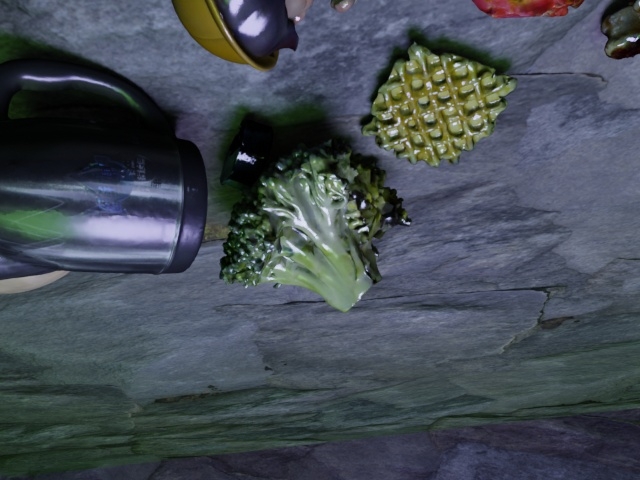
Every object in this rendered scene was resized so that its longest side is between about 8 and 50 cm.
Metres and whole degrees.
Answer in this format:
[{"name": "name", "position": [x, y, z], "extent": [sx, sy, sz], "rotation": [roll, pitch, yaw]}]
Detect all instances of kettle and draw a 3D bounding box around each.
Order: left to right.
[{"name": "kettle", "position": [-0.360, -0.102, 0.648], "extent": [0.324, 0.320, 0.228], "rotation": [2, 179, -37]}]

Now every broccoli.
[{"name": "broccoli", "position": [-0.016, -0.019, 0.795], "extent": [0.334, 0.324, 0.272], "rotation": [-40, 102, 10]}]

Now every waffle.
[{"name": "waffle", "position": [0.192, -0.213, 0.738], "extent": [0.223, 0.054, 0.204], "rotation": [12, 136, -14]}]

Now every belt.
[{"name": "belt", "position": [-0.126, -0.142, 0.758], "extent": [0.058, 0.105, 0.140], "rotation": [18, 144, -24]}]

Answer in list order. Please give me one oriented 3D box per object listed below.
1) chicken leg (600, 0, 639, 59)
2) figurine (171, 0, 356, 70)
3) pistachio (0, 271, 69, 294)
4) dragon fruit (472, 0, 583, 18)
[{"name": "chicken leg", "position": [0.607, -0.303, 0.602], "extent": [0.361, 0.140, 0.211], "rotation": [5, 146, -15]}, {"name": "figurine", "position": [-0.054, -0.322, 0.520], "extent": [0.257, 0.167, 0.192], "rotation": [-32, 122, -2]}, {"name": "pistachio", "position": [-0.557, 0.001, 0.809], "extent": [0.318, 0.193, 0.214], "rotation": [-27, 178, 15]}, {"name": "dragon fruit", "position": [0.249, -0.371, 0.462], "extent": [0.205, 0.210, 0.268], "rotation": [-26, 157, -39]}]
